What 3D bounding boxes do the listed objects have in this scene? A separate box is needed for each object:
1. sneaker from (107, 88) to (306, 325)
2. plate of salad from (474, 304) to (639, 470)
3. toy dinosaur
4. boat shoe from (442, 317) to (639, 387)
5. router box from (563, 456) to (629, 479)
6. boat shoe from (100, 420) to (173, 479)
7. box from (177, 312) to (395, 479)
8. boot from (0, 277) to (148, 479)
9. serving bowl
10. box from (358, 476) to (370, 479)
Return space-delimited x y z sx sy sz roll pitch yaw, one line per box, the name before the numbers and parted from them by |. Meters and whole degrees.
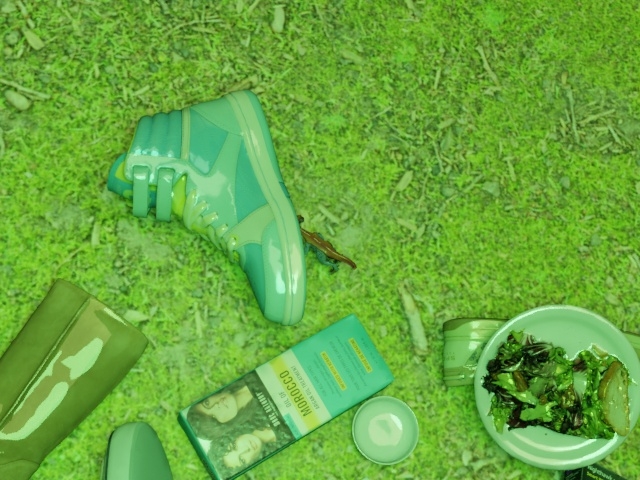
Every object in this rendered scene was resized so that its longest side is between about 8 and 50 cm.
sneaker | -0.144 -0.027 1.238 0.208 0.127 0.319 -11 65 -16
plate of salad | 0.283 0.176 1.203 0.200 0.048 0.199 0 93 5
toy dinosaur | 0.000 0.000 1.287 0.082 0.090 0.047 53 50 -24
boat shoe | 0.294 0.152 1.278 0.285 0.104 0.089 4 79 3
router box | 0.368 0.359 1.213 0.179 0.046 0.133 29 49 -10
boat shoe | -0.236 0.378 1.083 0.157 0.136 0.367 -16 59 11
box | -0.041 0.190 1.217 0.244 0.060 0.100 -29 79 -18
boot | -0.369 0.155 1.157 0.236 0.089 0.269 39 70 -10
serving bowl | 0.077 0.234 1.241 0.083 0.027 0.083 3 71 -10
box | -0.007 0.350 1.133 0.170 0.130 0.091 -28 80 -18
